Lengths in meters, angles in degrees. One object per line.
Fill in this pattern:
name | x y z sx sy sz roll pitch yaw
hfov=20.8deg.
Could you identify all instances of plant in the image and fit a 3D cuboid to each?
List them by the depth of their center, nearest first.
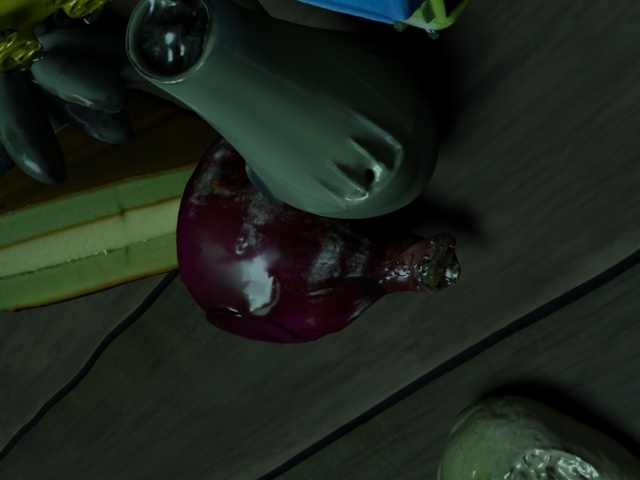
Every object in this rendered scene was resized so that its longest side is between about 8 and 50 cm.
plant | -0.247 -0.161 1.261 0.274 0.146 0.149 35 169 9

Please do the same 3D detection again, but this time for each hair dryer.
hair dryer | -0.064 -0.124 1.010 0.298 0.119 0.296 42 -171 5

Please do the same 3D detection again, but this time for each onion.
onion | -0.008 0.013 1.187 0.198 0.135 0.173 23 167 29

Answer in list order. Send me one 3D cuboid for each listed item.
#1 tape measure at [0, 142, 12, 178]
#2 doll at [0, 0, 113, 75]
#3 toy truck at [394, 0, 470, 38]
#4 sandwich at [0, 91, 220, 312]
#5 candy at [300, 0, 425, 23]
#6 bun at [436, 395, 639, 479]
tape measure | -0.402 -0.109 1.508 0.275 0.147 0.256 42 152 2
doll | -0.223 -0.230 1.140 0.221 0.135 0.143 60 -171 5
toy truck | 0.020 -0.170 0.986 0.169 0.077 0.100 20 154 33
sandwich | -0.152 -0.007 1.309 0.144 0.187 0.117 29 150 33
candy | 0.011 -0.267 0.781 0.100 0.157 0.306 20 145 35
bun | 0.168 0.223 1.294 0.210 0.116 0.237 19 146 37
